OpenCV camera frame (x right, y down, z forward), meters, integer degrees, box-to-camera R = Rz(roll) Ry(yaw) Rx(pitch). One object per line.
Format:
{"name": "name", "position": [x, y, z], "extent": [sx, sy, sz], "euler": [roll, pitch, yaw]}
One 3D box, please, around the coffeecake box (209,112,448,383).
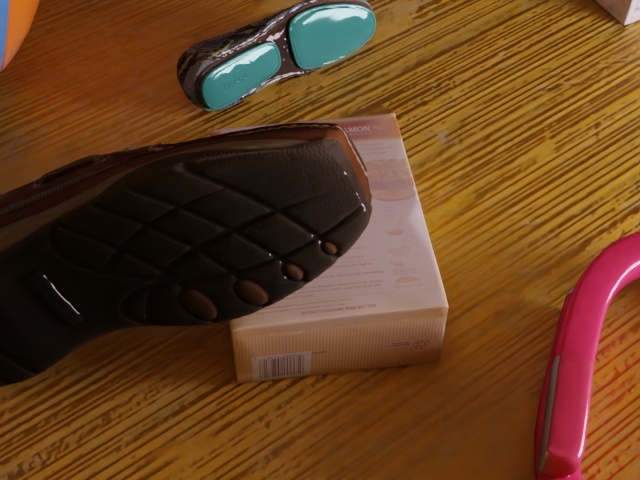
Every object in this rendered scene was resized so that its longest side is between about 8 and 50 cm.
{"name": "coffeecake box", "position": [0.000, 0.000, 0.730], "extent": [0.142, 0.068, 0.185], "euler": [-6, 51, -5]}

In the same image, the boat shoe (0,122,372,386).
{"name": "boat shoe", "position": [-0.129, -0.011, 0.654], "extent": [0.324, 0.122, 0.120], "euler": [-17, 38, 14]}

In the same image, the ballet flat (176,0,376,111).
{"name": "ballet flat", "position": [-0.041, -0.171, 0.880], "extent": [0.188, 0.070, 0.070], "euler": [-26, 55, -26]}

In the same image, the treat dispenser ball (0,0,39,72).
{"name": "treat dispenser ball", "position": [-0.355, -0.221, 0.761], "extent": [0.288, 0.288, 0.288], "euler": [1, 50, -1]}

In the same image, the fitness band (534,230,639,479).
{"name": "fitness band", "position": [0.249, 0.114, 0.658], "extent": [0.209, 0.054, 0.291], "euler": [16, 52, 8]}

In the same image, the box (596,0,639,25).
{"name": "box", "position": [0.302, -0.317, 0.918], "extent": [0.103, 0.203, 0.114], "euler": [-23, 54, -20]}
